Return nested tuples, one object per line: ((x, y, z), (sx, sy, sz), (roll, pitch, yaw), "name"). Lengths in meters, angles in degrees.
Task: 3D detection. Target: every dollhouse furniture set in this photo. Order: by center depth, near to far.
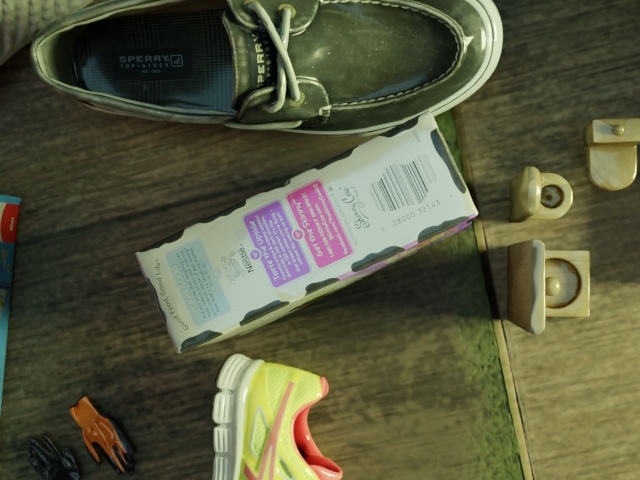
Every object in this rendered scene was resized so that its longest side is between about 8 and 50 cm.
((0.209, -0.013, 0.515), (0.151, 0.123, 0.144), (0, 88, 8), "dollhouse furniture set")

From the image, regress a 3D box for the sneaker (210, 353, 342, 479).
((-0.031, 0.190, 0.564), (0.094, 0.081, 0.208), (1, 88, 6), "sneaker")

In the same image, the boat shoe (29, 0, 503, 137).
((-0.041, -0.123, 0.546), (0.335, 0.119, 0.121), (-4, 105, 13), "boat shoe")

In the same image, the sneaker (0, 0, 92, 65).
((-0.285, -0.222, 0.590), (0.366, 0.135, 0.150), (-41, 73, -2), "sneaker")

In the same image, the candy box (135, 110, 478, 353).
((0.000, 0.000, 0.523), (0.196, 0.165, 0.070), (-26, 84, 6), "candy box")

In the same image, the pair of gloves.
((-0.193, 0.174, 0.622), (0.083, 0.010, 0.074), (-39, 85, 8), "pair of gloves")

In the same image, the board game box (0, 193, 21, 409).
((-0.416, 0.101, 0.617), (0.308, 0.086, 0.301), (3, 88, 8), "board game box")
